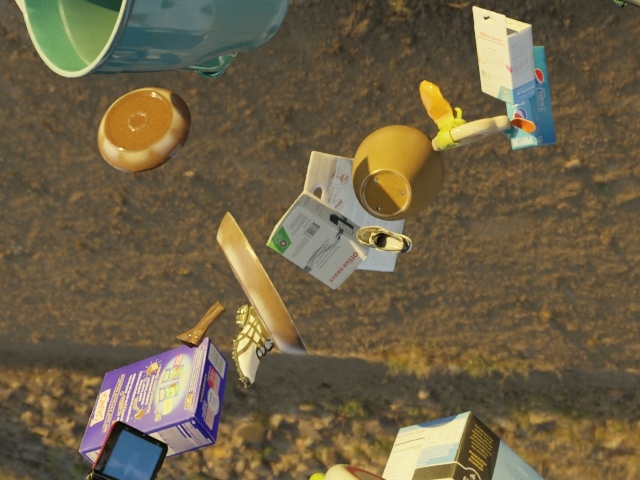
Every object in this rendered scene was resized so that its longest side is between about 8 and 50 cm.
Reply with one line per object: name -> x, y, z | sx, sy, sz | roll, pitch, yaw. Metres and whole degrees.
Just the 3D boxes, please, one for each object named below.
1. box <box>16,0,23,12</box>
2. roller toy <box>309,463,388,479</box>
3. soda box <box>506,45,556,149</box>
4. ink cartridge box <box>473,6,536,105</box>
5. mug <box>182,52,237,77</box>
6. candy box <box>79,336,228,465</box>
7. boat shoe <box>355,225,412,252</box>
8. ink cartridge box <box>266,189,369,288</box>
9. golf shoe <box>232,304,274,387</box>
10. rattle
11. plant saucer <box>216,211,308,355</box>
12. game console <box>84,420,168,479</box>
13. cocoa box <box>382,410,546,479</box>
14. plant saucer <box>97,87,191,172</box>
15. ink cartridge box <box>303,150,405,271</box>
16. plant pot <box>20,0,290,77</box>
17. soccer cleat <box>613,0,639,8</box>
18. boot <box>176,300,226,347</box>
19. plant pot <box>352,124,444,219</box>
box -> -0.445, -0.461, 1.296 | 0.130, 0.170, 0.091 | -19, 117, 13
roller toy -> 0.071, 0.407, 1.014 | 0.191, 0.146, 0.209 | 27, 173, -11
soda box -> 0.444, -0.304, 1.614 | 0.071, 0.210, 0.067 | -10, -176, -37
ink cartridge box -> 0.357, -0.367, 1.458 | 0.104, 0.061, 0.181 | 44, 156, 52
mug -> -0.187, -0.349, 1.275 | 0.097, 0.130, 0.158 | 7, -175, 9
candy box -> -0.405, 0.410, 1.869 | 0.317, 0.268, 0.122 | -19, 123, 14
boat shoe -> 0.122, -0.001, 1.521 | 0.125, 0.046, 0.038 | 18, -170, 30
ink cartridge box -> 0.000, 0.000, 1.844 | 0.208, 0.087, 0.153 | 35, 123, -10
golf shoe -> -0.130, 0.213, 1.575 | 0.093, 0.198, 0.077 | -7, 139, 7
rattle -> 0.308, -0.255, 1.489 | 0.199, 0.143, 0.130 | -18, 161, -5
plant saucer -> -0.118, 0.092, 1.424 | 0.050, 0.311, 0.311 | -29, 147, -8
game console -> -0.267, 0.355, 1.115 | 0.124, 0.085, 0.144 | 44, 177, 39
cocoa box -> 0.323, 0.572, 1.620 | 0.347, 0.228, 0.231 | 43, 138, -16
plant saucer -> -0.357, -0.230, 1.500 | 0.198, 0.199, 0.036 | 9, 159, 14
ink cartridge box -> 0.078, -0.079, 2.140 | 0.384, 0.308, 0.091 | 7, -171, -37
plant pot -> -0.183, -0.328, 0.901 | 0.255, 0.272, 0.271 | -8, 172, -44
soccer cleat -> 0.502, -0.426, 1.191 | 0.289, 0.093, 0.121 | 33, 113, 21
boot -> -0.268, 0.188, 1.709 | 0.037, 0.114, 0.106 | 46, 155, -28
plant pot -> 0.175, -0.140, 1.825 | 0.237, 0.254, 0.237 | 4, 109, 11
